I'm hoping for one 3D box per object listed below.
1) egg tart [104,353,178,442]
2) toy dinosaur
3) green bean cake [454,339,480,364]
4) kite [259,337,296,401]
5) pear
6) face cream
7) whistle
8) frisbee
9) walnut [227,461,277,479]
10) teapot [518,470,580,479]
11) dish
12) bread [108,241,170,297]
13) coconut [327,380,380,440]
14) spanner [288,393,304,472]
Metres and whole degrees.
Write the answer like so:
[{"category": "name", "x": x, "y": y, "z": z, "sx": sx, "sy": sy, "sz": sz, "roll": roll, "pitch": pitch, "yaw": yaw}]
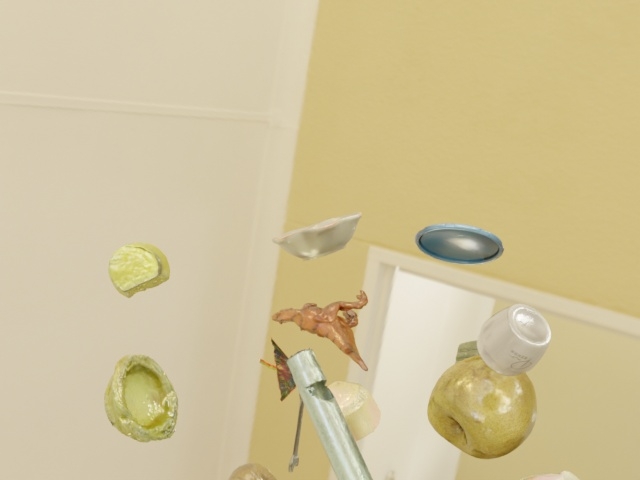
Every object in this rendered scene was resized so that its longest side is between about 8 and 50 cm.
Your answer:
[{"category": "egg tart", "x": -0.379, "y": 0.332, "z": 1.522, "sx": 0.197, "sy": 0.078, "sz": 0.197, "roll": 42, "pitch": -144, "yaw": -42}, {"category": "toy dinosaur", "x": 0.045, "y": 0.212, "z": 1.902, "sx": 0.208, "sy": 0.432, "sz": 0.097, "roll": -23, "pitch": -69, "yaw": -33}, {"category": "green bean cake", "x": 0.441, "y": 0.394, "z": 2.031, "sx": 0.183, "sy": 0.094, "sz": 0.185, "roll": 53, "pitch": -141, "yaw": -29}, {"category": "kite", "x": -0.099, "y": 0.341, "z": 1.915, "sx": 0.159, "sy": 0.010, "sz": 0.190, "roll": 23, "pitch": -140, "yaw": -39}, {"category": "pear", "x": 0.346, "y": 0.339, "z": 1.513, "sx": 0.211, "sy": 0.228, "sz": 0.188, "roll": -33, "pitch": -62, "yaw": -28}, {"category": "face cream", "x": 0.349, "y": 0.180, "z": 1.315, "sx": 0.117, "sy": 0.117, "sz": 0.104, "roll": -46, "pitch": -9, "yaw": -44}, {"category": "whistle", "x": 0.022, "y": 0.349, "z": 1.351, "sx": 0.062, "sy": 0.312, "sz": 0.062, "roll": -22, "pitch": -24, "yaw": -10}, {"category": "frisbee", "x": 0.380, "y": 0.002, "z": 1.991, "sx": 0.242, "sy": 0.242, "sz": 0.045, "roll": 57, "pitch": -140, "yaw": -57}, {"category": "walnut", "x": -0.175, "y": 0.640, "z": 1.858, "sx": 0.162, "sy": 0.140, "sz": 0.140, "roll": -51, "pitch": -9, "yaw": 37}, {"category": "teapot", "x": 0.498, "y": 0.597, "z": 1.587, "sx": 0.178, "sy": 0.163, "sz": 0.221, "roll": -39, "pitch": -10, "yaw": 29}, {"category": "dish", "x": 0.000, "y": 0.000, "z": 1.715, "sx": 0.229, "sy": 0.229, "sz": 0.081, "roll": -22, "pitch": -84, "yaw": -58}, {"category": "bread", "x": -0.395, "y": 0.058, "z": 1.565, "sx": 0.129, "sy": 0.111, "sz": 0.114, "roll": -30, "pitch": 1, "yaw": -10}, {"category": "coconut", "x": 0.077, "y": 0.453, "z": 1.903, "sx": 0.147, "sy": 0.147, "sz": 0.152, "roll": -50, "pitch": -56, "yaw": -40}, {"category": "spanner", "x": -0.062, "y": 0.531, "z": 2.069, "sx": 0.054, "sy": 0.015, "sz": 0.254, "roll": 8, "pitch": -90, "yaw": -68}]
